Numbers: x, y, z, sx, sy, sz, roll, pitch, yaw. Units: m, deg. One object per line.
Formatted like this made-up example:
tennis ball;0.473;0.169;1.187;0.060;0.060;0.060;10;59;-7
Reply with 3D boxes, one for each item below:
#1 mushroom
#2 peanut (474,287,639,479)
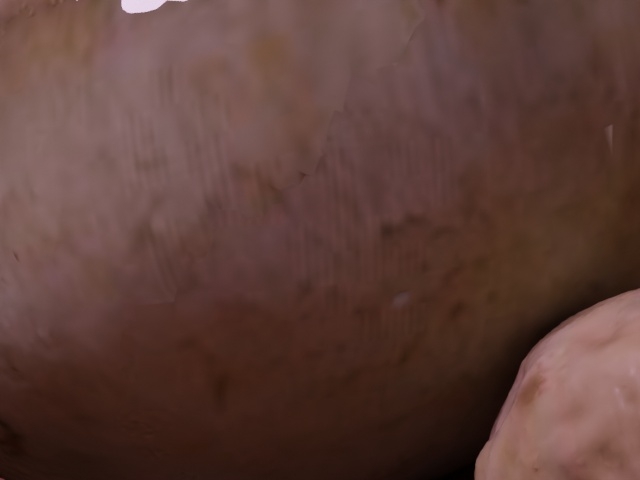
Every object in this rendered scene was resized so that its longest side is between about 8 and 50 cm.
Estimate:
mushroom;-0.005;-0.038;0.576;0.352;0.260;0.352;-10;2;0
peanut;0.167;0.044;0.410;0.256;0.124;0.123;-8;12;13
